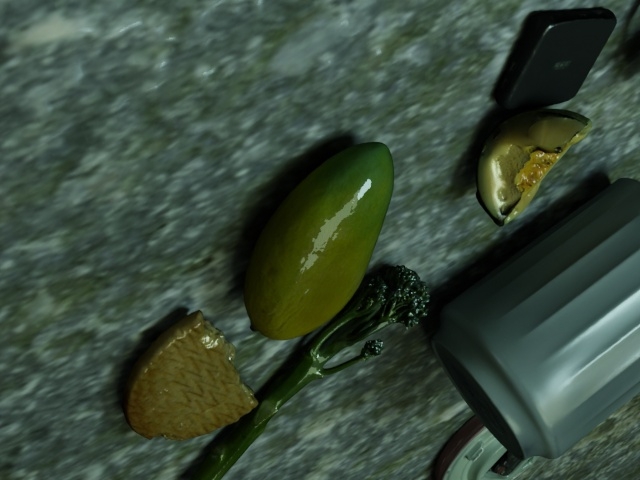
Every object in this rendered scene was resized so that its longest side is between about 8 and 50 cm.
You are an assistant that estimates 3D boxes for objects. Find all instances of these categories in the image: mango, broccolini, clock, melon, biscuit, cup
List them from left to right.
[{"bbox_3d":[-0.152,0.163,1.451,0.144,0.033,0.224,-35,146,-4],"label":"biscuit"},{"bbox_3d":[-0.013,0.183,1.570,0.392,0.074,0.078,-49,139,11],"label":"broccolini"},{"bbox_3d":[-0.005,0.003,1.359,0.137,0.091,0.238,-13,133,-42],"label":"mango"},{"bbox_3d":[0.283,0.328,2.048,0.244,0.056,0.244,-26,145,-20],"label":"clock"},{"bbox_3d":[0.239,-0.103,1.493,0.160,0.079,0.128,-55,166,30],"label":"melon"},{"bbox_3d":[0.323,0.109,1.707,0.326,0.237,0.323,-37,177,-6],"label":"cup"}]

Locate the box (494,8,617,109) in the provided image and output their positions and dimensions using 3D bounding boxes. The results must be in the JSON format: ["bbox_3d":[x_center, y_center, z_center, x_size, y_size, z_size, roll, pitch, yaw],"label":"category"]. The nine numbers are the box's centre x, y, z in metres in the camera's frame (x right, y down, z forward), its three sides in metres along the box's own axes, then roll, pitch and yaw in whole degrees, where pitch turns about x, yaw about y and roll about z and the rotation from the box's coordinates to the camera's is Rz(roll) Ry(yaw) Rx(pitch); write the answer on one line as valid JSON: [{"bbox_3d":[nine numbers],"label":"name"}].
[{"bbox_3d":[0.257,-0.199,1.436,0.126,0.027,0.125,-11,140,-38],"label":"box"}]
